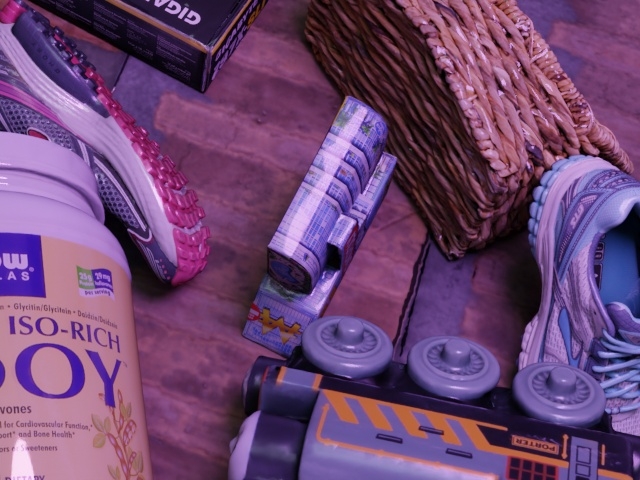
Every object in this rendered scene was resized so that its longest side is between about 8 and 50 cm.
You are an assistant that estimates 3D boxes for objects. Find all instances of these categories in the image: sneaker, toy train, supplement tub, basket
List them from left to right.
[{"bbox_3d":[-0.253,0.110,1.030,0.241,0.241,0.331,-5,65,-12],"label":"supplement tub"},{"bbox_3d":[-0.208,-0.074,1.216,0.112,0.121,0.299,-42,76,5],"label":"sneaker"},{"bbox_3d":[0.091,0.170,1.076,0.334,0.142,0.190,12,30,5],"label":"toy train"},{"bbox_3d":[0.156,-0.176,1.261,0.223,0.213,0.299,-24,70,-19],"label":"basket"},{"bbox_3d":[0.234,0.076,1.138,0.110,0.122,0.283,-12,106,-19],"label":"sneaker"}]

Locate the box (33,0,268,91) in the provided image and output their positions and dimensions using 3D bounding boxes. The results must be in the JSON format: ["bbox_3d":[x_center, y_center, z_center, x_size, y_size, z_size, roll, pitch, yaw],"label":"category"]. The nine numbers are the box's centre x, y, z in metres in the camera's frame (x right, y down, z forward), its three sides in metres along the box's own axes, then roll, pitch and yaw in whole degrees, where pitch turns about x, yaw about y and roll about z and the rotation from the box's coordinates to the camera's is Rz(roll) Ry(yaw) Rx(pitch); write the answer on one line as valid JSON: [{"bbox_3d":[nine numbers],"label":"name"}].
[{"bbox_3d":[-0.185,-0.327,1.357,0.322,0.079,0.257,29,61,6],"label":"box"}]

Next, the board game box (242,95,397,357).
[{"bbox_3d":[0.000,0.000,1.183,0.060,0.194,0.194,25,76,5],"label":"board game box"}]
